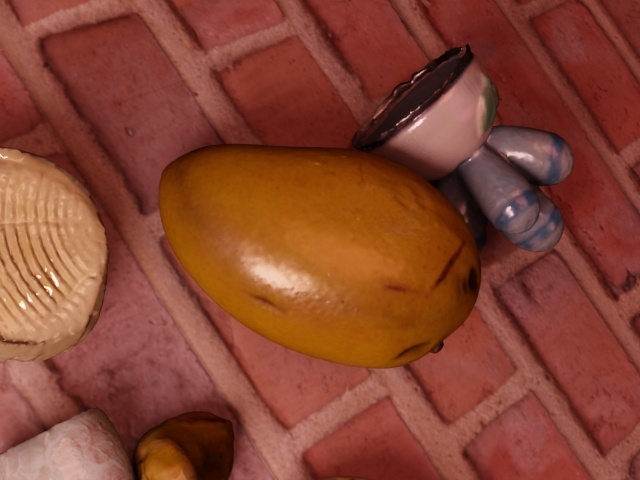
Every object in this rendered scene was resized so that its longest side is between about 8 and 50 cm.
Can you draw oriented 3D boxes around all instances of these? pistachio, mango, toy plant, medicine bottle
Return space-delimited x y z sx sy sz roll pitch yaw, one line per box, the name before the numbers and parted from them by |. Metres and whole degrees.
pistachio | -0.160 0.267 1.212 0.100 0.189 0.110 -1 101 10
mango | 0.000 0.000 1.363 0.445 0.220 0.301 26 60 -13
toy plant | 0.240 -0.104 1.562 0.332 0.247 0.247 46 53 -12
medicine bottle | -0.271 0.273 1.122 0.147 0.147 0.143 -22 83 -35

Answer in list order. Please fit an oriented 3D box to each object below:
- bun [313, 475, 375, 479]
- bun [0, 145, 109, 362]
bun | 0.025 0.412 1.218 0.273 0.168 0.273 20 47 -22
bun | -0.374 0.022 1.177 0.259 0.152 0.259 14 64 -30
